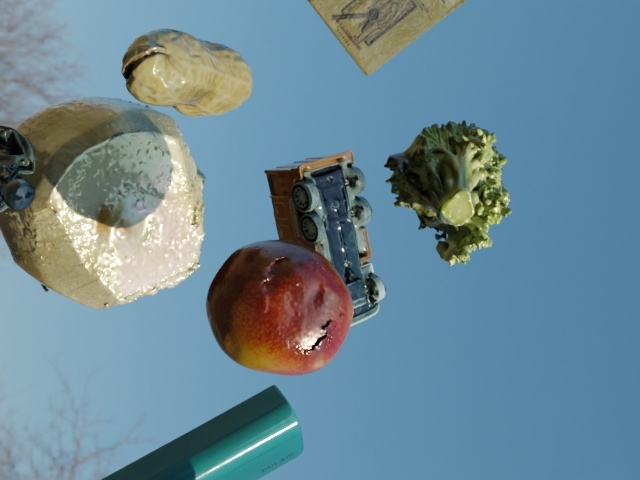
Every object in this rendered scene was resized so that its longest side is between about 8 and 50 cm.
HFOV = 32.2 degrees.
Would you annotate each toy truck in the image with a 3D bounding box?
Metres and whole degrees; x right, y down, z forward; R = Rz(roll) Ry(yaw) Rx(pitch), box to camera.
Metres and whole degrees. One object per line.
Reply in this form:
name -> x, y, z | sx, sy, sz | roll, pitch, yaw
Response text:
toy truck -> 0.000, 0.000, 1.995 | 0.162, 0.136, 0.305 | 4, -71, 52

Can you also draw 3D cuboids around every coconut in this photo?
coconut -> -0.433, -0.082, 2.102 | 0.404, 0.404, 0.404 | 6, -83, 63

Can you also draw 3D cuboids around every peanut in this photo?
peanut -> -0.214, -0.267, 1.782 | 0.130, 0.290, 0.130 | -1, -92, 26

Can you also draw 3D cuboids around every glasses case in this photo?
glasses case -> -0.164, 0.309, 1.436 | 0.070, 0.301, 0.117 | 46, -24, 39

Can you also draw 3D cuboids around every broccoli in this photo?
broccoli -> 0.232, -0.083, 2.045 | 0.243, 0.247, 0.263 | -82, -171, -73

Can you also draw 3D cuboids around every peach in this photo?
peach -> -0.062, 0.105, 1.707 | 0.231, 0.231, 0.231 | 6, -83, 63

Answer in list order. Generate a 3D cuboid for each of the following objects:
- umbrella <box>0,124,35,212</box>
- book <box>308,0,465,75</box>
umbrella -> -0.561, -0.130, 1.900 | 0.349, 0.094, 0.143 | 33, -72, 48
book -> 0.114, -0.369, 1.644 | 0.231, 0.161, 0.026 | -37, -147, 7
